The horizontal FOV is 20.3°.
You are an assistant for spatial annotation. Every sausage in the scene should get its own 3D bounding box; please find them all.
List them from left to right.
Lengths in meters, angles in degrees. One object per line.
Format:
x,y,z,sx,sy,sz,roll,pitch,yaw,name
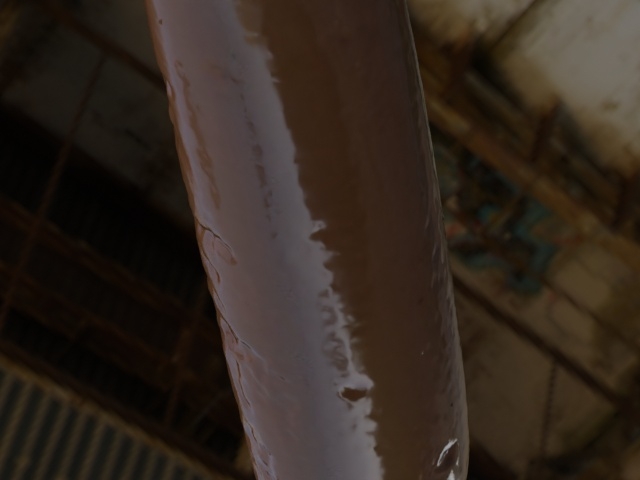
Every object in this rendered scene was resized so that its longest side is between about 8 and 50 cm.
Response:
0.001,0.000,0.609,0.086,0.086,0.289,-81,-17,-55,sausage
